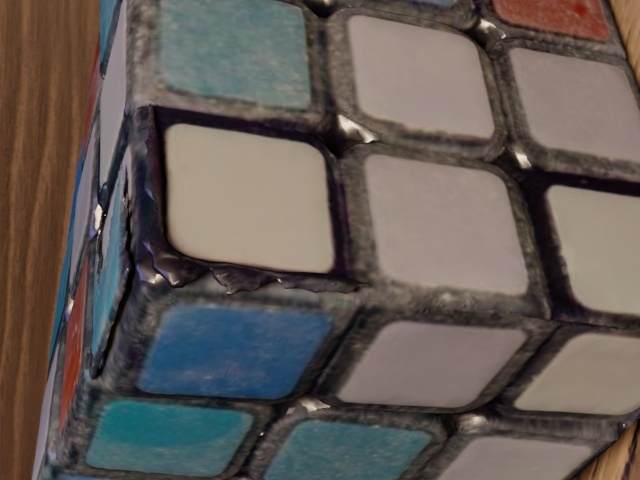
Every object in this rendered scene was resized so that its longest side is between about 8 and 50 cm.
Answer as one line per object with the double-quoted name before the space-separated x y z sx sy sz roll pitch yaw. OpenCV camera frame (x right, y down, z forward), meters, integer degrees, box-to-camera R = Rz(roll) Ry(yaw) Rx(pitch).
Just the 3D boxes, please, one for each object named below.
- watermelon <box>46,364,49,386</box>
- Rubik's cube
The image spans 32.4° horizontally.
"watermelon" -0.143 0.162 1.274 0.363 0.363 0.363 -177 90 -73
"Rubik's cube" 0.000 0.000 0.773 0.359 0.362 0.363 114 155 -48
